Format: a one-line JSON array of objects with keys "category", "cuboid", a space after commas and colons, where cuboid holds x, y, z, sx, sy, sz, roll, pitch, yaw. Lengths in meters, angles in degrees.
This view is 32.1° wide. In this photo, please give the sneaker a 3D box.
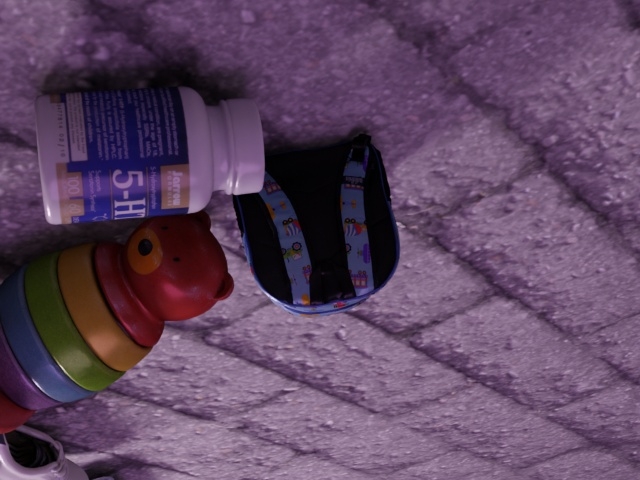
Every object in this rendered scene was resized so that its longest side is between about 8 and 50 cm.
[{"category": "sneaker", "cuboid": [-0.397, 0.321, 1.562, 0.091, 0.094, 0.258, -19, 149, 20]}]

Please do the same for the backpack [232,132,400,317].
[{"category": "backpack", "cuboid": [0.000, 0.000, 1.083, 0.158, 0.173, 0.117, -11, 150, -5]}]

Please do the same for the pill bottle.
[{"category": "pill bottle", "cuboid": [-0.147, -0.076, 0.960, 0.186, 0.112, 0.112, -6, 150, -12]}]

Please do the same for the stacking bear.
[{"category": "stacking bear", "cuboid": [-0.230, 0.068, 1.142, 0.289, 0.175, 0.164, -26, 147, 9]}]

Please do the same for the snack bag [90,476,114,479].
[{"category": "snack bag", "cuboid": [-0.462, 0.461, 1.837, 0.342, 0.037, 0.323, -13, 151, 2]}]
